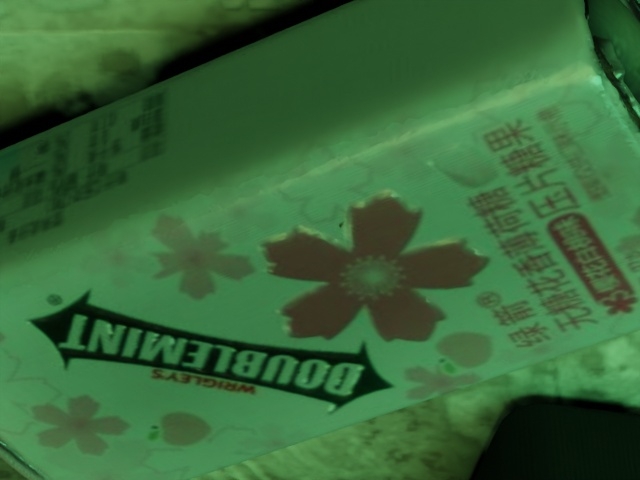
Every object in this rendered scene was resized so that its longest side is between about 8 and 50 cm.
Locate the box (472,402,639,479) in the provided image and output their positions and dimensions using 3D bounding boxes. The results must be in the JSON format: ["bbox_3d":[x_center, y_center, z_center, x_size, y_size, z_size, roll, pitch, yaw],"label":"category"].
[{"bbox_3d":[0.182,0.171,1.059,0.201,0.090,0.144,7,137,-8],"label":"box"}]

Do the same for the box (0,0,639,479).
[{"bbox_3d":[0.000,0.000,0.860,0.369,0.112,0.190,-21,135,23],"label":"box"}]
